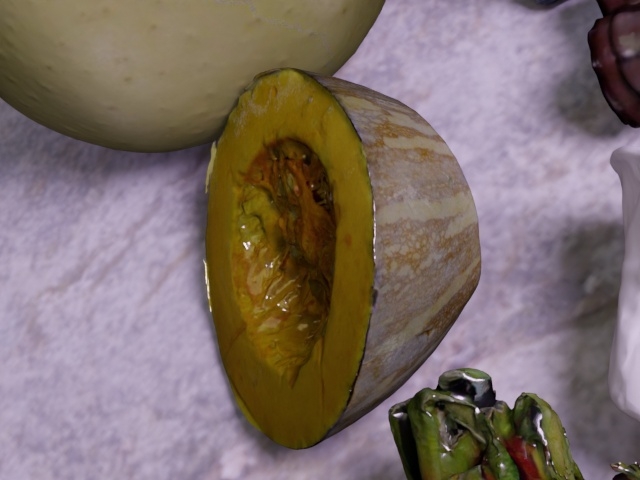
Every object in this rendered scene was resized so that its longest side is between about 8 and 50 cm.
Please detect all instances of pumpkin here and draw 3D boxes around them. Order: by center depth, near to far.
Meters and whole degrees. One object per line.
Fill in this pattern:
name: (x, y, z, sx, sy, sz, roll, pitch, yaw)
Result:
pumpkin: (0.016, 0.005, 0.731, 0.110, 0.217, 0.217, -6, 55, -23)

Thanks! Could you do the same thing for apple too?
apple: (-0.118, -0.243, 0.802, 0.357, 0.357, 0.357, -10, 62, 19)

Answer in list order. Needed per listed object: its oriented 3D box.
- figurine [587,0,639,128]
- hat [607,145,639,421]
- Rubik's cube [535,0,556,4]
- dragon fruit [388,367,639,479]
figurine: (0.335, -0.136, 0.659, 0.365, 0.206, 0.218, -25, 31, 40)
hat: (0.215, 0.043, 0.611, 0.203, 0.203, 0.126, 21, 90, 31)
Rubik's cube: (0.168, -0.386, 0.752, 0.305, 0.301, 0.304, -30, 57, 9)
dragon fruit: (0.120, 0.182, 0.548, 0.200, 0.198, 0.269, -19, 85, 59)
